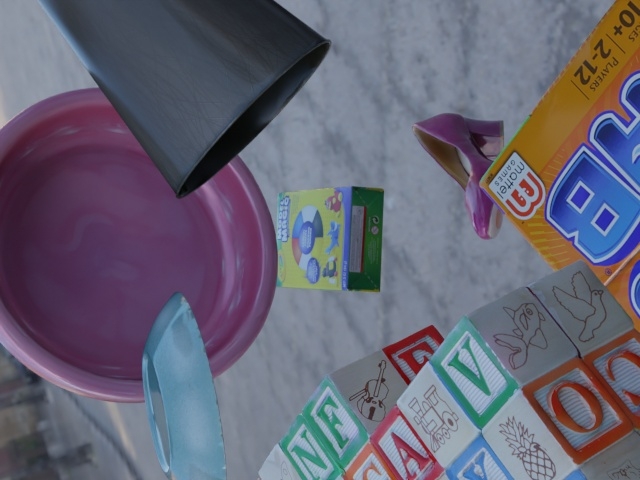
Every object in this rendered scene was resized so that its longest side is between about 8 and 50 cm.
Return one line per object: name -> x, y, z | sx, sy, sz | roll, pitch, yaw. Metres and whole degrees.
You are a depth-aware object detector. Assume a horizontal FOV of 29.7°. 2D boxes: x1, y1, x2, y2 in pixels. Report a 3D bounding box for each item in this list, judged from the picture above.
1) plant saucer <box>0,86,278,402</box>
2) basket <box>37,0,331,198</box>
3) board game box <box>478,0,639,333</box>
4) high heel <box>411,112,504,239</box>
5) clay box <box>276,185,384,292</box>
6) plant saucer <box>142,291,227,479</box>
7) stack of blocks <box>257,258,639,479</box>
plant saucer -> -0.208, 0.008, 1.240 | 0.084, 0.332, 0.332 | -35, 72, 57
basket -> -0.136, -0.187, 1.076 | 0.227, 0.154, 0.204 | 47, 119, 2
board game box -> 0.463, -0.084, 1.225 | 0.356, 0.356, 0.356 | 51, 132, 21
high heel -> 0.162, -0.080, 1.449 | 0.244, 0.117, 0.082 | -80, -12, -49
clay box -> 0.000, 0.000, 1.527 | 0.222, 0.053, 0.127 | -2, 85, 60
plant saucer -> -0.121, 0.142, 1.016 | 0.195, 0.038, 0.194 | 170, 90, -72
stack of blocks -> 0.073, 0.137, 0.670 | 0.171, 0.087, 0.297 | 54, 144, 20
